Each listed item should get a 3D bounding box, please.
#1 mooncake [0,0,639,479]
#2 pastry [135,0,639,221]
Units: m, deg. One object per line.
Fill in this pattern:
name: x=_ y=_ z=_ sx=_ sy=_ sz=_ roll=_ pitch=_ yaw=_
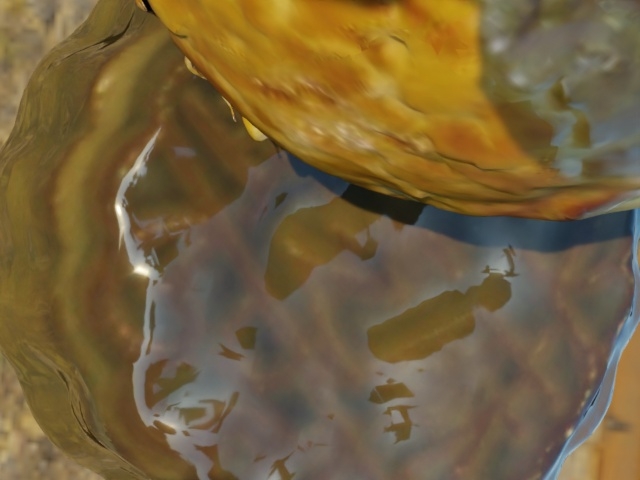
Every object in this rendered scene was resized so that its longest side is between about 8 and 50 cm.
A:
mooncake: x=0.000 y=0.000 z=0.802 sx=0.161 sy=0.290 sz=0.290 roll=-178 pitch=-87 yaw=-68
pastry: x=0.085 y=-0.083 z=0.560 sx=0.237 sy=0.256 sz=0.170 roll=-37 pitch=114 yaw=-42
